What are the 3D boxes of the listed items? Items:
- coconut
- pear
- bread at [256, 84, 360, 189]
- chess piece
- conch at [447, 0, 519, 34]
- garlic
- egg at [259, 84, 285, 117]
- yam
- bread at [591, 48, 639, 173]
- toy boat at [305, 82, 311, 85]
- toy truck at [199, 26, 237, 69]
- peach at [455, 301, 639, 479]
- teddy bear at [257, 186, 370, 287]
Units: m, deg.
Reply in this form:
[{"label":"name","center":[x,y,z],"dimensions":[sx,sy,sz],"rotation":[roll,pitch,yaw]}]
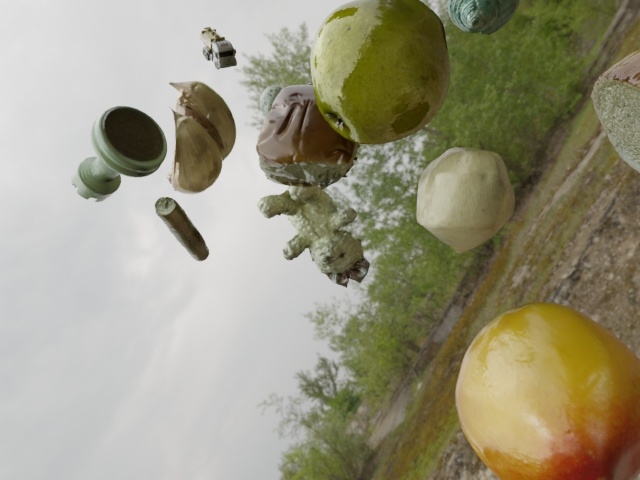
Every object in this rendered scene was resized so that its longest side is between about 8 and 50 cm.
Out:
[{"label":"coconut","center":[0.303,-0.082,0.936],"dimensions":[0.224,0.224,0.224],"rotation":[-53,-17,-23]},{"label":"pear","center":[0.117,-0.339,0.902],"dimensions":[0.294,0.294,0.294],"rotation":[-53,-17,-23]},{"label":"bread","center":[-0.014,-0.253,1.119],"dimensions":[0.225,0.250,0.279],"rotation":[91,-168,-57]},{"label":"chess piece","center":[-0.582,-0.220,1.245],"dimensions":[0.299,0.195,0.194],"rotation":[-27,8,38]},{"label":"conch","center":[0.421,-0.609,1.141],"dimensions":[0.202,0.196,0.134],"rotation":[-45,26,-10]},{"label":"garlic","center":[-0.381,-0.303,1.367],"dimensions":[0.286,0.249,0.313],"rotation":[-46,-7,-43]},{"label":"egg","center":[-0.163,-0.516,1.731],"dimensions":[0.132,0.132,0.172],"rotation":[-51,-47,-27]},{"label":"yam","center":[-0.385,-0.024,1.272],"dimensions":[0.317,0.067,0.071],"rotation":[82,-172,-65]},{"label":"bread","center":[0.488,-0.163,0.628],"dimensions":[0.070,0.236,0.236],"rotation":[-39,-11,14]},{"label":"toy boat","center":[-0.070,-0.534,1.638],"dimensions":[0.096,0.034,0.122],"rotation":[-57,19,5]},{"label":"toy truck","center":[-0.240,-0.447,1.035],"dimensions":[0.052,0.123,0.063],"rotation":[-21,-41,-23]},{"label":"peach","center":[0.361,0.266,0.708],"dimensions":[0.308,0.288,0.289],"rotation":[-87,9,-47]},{"label":"teddy bear","center":[0.000,0.000,1.591],"dimensions":[0.327,0.363,0.375],"rotation":[-24,-12,20]}]
